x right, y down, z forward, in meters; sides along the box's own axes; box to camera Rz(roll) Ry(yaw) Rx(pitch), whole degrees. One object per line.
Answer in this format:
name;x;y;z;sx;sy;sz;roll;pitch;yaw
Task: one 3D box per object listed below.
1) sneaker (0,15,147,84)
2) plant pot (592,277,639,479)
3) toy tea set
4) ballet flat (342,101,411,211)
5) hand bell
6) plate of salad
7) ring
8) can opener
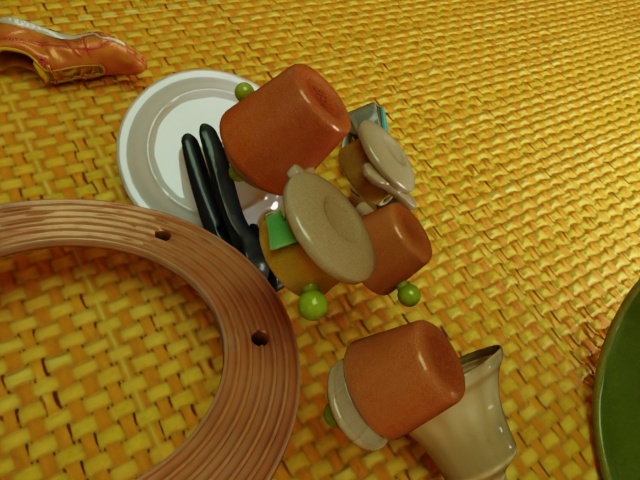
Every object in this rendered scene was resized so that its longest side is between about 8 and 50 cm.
sneaker;-0.297;-0.212;0.610;0.175;0.064;0.067;4;76;-8
plant pot;0.507;0.180;0.422;0.353;0.366;0.367;20;53;-18
toy tea set;0.000;0.000;0.432;0.200;0.124;0.336;35;35;-34
ballet flat;0.063;-0.078;0.620;0.068;0.072;0.213;-13;57;8
hand bell;0.153;0.225;0.425;0.126;0.126;0.242;-21;77;-27
plate of salad;-0.118;-0.090;0.565;0.199;0.048;0.200;4;79;-19
ring;-0.179;0.082;0.360;0.336;0.032;0.337;12;38;-9
can opener;-0.097;-0.026;0.513;0.186;0.059;0.073;65;18;3
